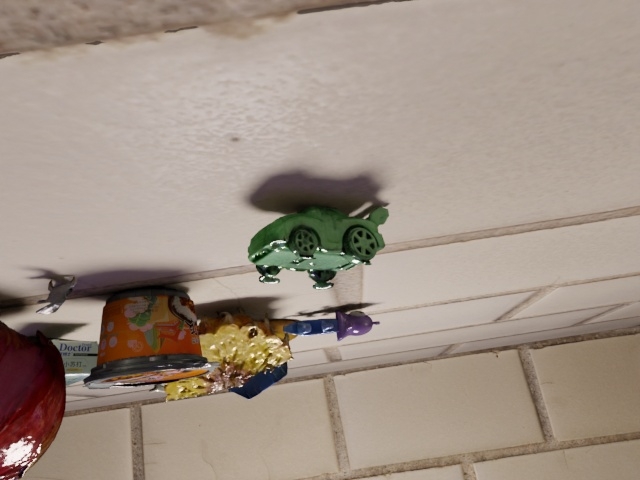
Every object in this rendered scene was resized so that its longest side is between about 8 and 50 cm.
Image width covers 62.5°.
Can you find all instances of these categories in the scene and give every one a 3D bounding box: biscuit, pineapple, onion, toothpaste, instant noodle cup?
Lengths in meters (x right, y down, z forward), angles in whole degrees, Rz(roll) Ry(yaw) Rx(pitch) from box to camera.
[{"bbox_3d":[-0.163,0.218,1.176,0.260,0.041,0.203,5,157,-40],"label":"biscuit"},{"bbox_3d":[-0.184,0.172,0.977,0.250,0.164,0.139,-17,121,11],"label":"pineapple"},{"bbox_3d":[-0.488,0.218,0.701,0.277,0.275,0.276,-8,161,-3],"label":"onion"},{"bbox_3d":[-0.519,0.246,0.982,0.089,0.070,0.313,14,152,-44],"label":"toothpaste"},{"bbox_3d":[-0.252,0.143,0.781,0.208,0.125,0.177,-9,161,1],"label":"instant noodle cup"}]

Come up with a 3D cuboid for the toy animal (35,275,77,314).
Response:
[{"bbox_3d":[-0.328,0.062,0.660,0.028,0.050,0.084,32,-174,-18],"label":"toy animal"}]

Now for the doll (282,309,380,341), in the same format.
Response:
[{"bbox_3d":[0.023,0.180,1.113,0.206,0.067,0.110,-4,174,-3],"label":"doll"}]

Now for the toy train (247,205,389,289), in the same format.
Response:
[{"bbox_3d":[0.000,0.000,0.560,0.149,0.081,0.099,10,155,-30],"label":"toy train"}]

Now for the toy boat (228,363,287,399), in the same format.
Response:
[{"bbox_3d":[-0.150,0.266,1.126,0.129,0.088,0.295,-31,178,-15],"label":"toy boat"}]

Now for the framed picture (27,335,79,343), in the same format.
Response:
[{"bbox_3d":[-0.544,0.216,1.030,0.128,0.023,0.168,-14,161,17],"label":"framed picture"}]

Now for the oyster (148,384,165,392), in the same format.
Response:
[{"bbox_3d":[-0.349,0.266,1.149,0.214,0.083,0.223,-10,143,24],"label":"oyster"}]
